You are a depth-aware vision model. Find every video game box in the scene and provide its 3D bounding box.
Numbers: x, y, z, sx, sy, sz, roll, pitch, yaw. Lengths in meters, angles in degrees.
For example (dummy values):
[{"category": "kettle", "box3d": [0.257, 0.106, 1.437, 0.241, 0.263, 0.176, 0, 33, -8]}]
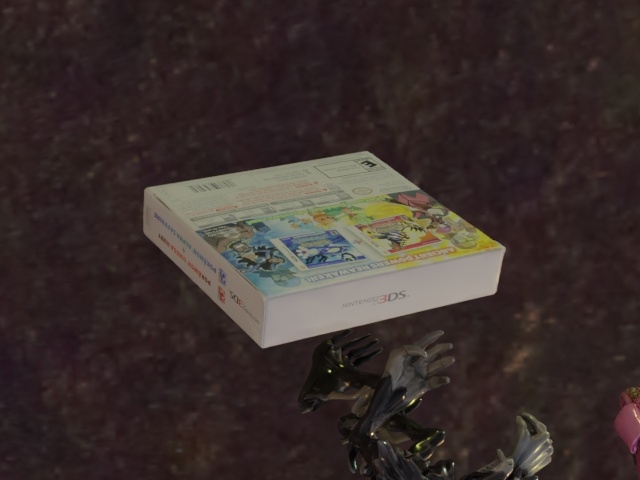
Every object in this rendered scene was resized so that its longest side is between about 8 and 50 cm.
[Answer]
[{"category": "video game box", "box3d": [0.000, 0.000, 1.139, 0.205, 0.187, 0.048, -11, 119, -30]}]

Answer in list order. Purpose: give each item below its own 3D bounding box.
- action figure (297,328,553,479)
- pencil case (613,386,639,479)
[{"category": "action figure", "box3d": [0.084, 0.150, 1.161, 0.141, 0.276, 0.164, -44, 118, -1]}, {"category": "pencil case", "box3d": [0.471, 0.159, 1.408, 0.160, 0.386, 0.167, -13, 84, -84]}]
